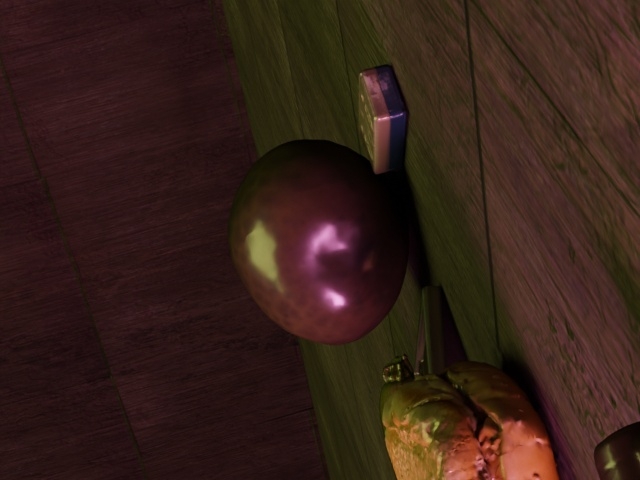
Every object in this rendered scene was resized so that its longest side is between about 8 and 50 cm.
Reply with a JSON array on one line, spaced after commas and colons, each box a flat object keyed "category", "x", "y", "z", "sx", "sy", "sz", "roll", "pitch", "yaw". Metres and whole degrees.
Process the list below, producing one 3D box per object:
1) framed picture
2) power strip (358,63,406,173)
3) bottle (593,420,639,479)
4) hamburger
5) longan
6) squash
[{"category": "framed picture", "x": 0.114, "y": 0.232, "z": 1.324, "sx": 0.232, "sy": 0.024, "sz": 0.314, "roll": 86, "pitch": -179, "yaw": -65}, {"category": "power strip", "x": 0.057, "y": -0.110, "z": 1.271, "sx": 0.123, "sy": 0.032, "sz": 0.056, "roll": 85, "pitch": 169, "yaw": -67}, {"category": "bottle", "x": 0.182, "y": 0.169, "z": 0.664, "sx": 0.060, "sy": 0.060, "sz": 0.164, "roll": 86, "pitch": 168, "yaw": -64}, {"category": "hamburger", "x": 0.122, "y": 0.192, "z": 1.061, "sx": 0.214, "sy": 0.108, "sz": 0.213, "roll": 164, "pitch": 90, "yaw": -86}, {"category": "longan", "x": 0.000, "y": 0.000, "z": 1.381, "sx": 0.212, "sy": 0.198, "sz": 0.198, "roll": 63, "pitch": 176, "yaw": -9}, {"category": "squash", "x": 0.116, "y": 0.257, "z": 1.538, "sx": 0.069, "sy": 0.069, "sz": 0.258, "roll": 91, "pitch": 163, "yaw": -72}]
